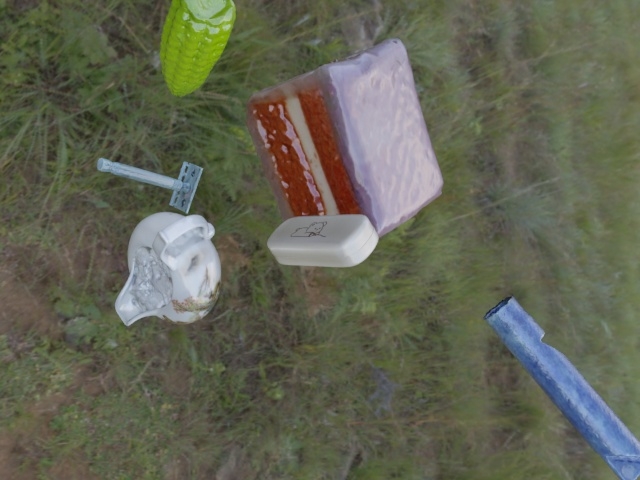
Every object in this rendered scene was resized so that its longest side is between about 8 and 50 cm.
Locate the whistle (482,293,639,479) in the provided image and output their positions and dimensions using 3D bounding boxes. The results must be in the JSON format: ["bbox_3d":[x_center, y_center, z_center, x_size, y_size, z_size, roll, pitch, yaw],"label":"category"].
[{"bbox_3d":[0.357,0.215,0.933,0.304,0.062,0.062,50,38,8],"label":"whistle"}]

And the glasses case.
[{"bbox_3d":[0.000,0.000,0.996,0.083,0.196,0.050,-53,124,-32],"label":"glasses case"}]

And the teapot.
[{"bbox_3d":[-0.265,0.046,1.127,0.139,0.298,0.204,-21,64,-44],"label":"teapot"}]

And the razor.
[{"bbox_3d":[-0.358,-0.134,1.335,0.232,0.068,0.106,15,96,-50],"label":"razor"}]

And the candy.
[{"bbox_3d":[-0.192,-0.289,0.958,0.096,0.209,0.097,11,59,-19],"label":"candy"}]

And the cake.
[{"bbox_3d":[0.048,-0.164,1.128,0.230,0.237,0.309,-30,108,-40],"label":"cake"}]
